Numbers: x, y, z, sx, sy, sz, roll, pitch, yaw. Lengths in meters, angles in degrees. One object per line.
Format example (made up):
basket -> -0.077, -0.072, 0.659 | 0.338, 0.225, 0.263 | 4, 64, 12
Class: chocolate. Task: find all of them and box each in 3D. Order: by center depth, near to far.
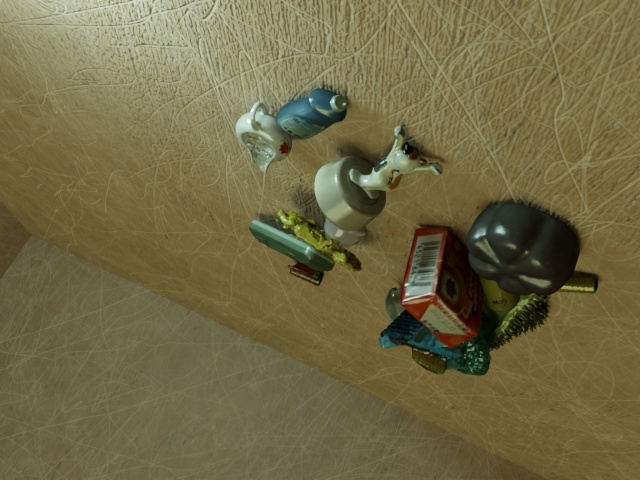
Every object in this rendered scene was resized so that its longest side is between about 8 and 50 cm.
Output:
chocolate -> 0.322, 0.113, 1.748 | 0.108, 0.237, 0.235 | -17, 133, 39

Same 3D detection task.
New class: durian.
durian -> 0.506, 0.187, 1.912 | 0.198, 0.163, 0.394 | 65, 155, 10

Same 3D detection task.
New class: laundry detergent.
laundry detergent -> -0.011, -0.277, 1.495 | 0.096, 0.061, 0.206 | 41, 154, -24

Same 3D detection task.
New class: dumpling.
dumpling -> 0.308, 0.242, 2.126 | 0.247, 0.172, 0.142 | 28, 137, 2

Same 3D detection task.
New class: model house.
model house -> 0.307, 0.288, 1.928 | 0.241, 0.226, 0.261 | -10, 178, -14

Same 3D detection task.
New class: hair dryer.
hair dryer -> 0.531, 0.112, 1.681 | 0.278, 0.090, 0.135 | 2, 131, 31

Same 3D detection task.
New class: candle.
candle -> -0.056, 0.114, 2.415 | 0.130, 0.052, 0.052 | 23, 158, 12

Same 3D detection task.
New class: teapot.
teapot -> -0.136, -0.257, 1.644 | 0.145, 0.092, 0.226 | 18, 155, 16

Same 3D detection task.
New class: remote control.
remote control -> -0.096, 0.018, 2.127 | 0.128, 0.066, 0.335 | 35, 173, -41

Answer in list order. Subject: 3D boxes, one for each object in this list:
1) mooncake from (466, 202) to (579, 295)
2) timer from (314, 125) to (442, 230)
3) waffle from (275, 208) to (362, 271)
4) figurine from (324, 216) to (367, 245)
mooncake -> 0.450, 0.023, 1.542 | 0.244, 0.133, 0.245 | 29, 155, 15
timer -> 0.134, -0.146, 1.545 | 0.175, 0.175, 0.266 | 38, 140, -23
waffle -> 0.002, -0.003, 1.956 | 0.262, 0.060, 0.280 | 36, -175, 34
figurine -> 0.065, -0.061, 1.829 | 0.137, 0.112, 0.229 | 26, 148, 18
